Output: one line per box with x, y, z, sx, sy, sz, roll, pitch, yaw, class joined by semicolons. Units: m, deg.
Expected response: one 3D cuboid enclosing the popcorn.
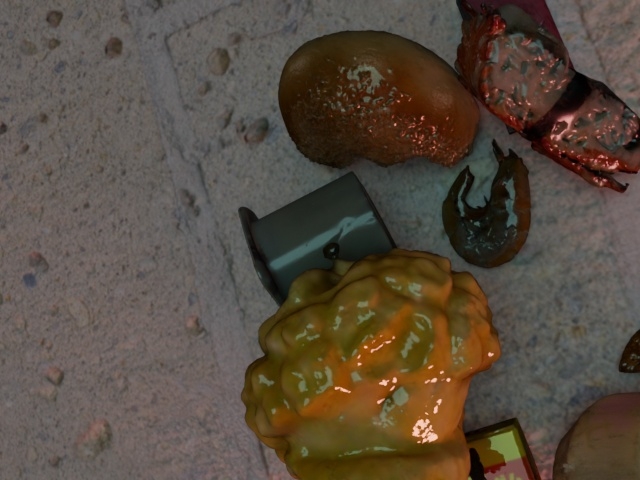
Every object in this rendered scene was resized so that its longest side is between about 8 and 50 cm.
0.085;0.190;0.850;0.349;0.349;0.382;-39;62;11;popcorn

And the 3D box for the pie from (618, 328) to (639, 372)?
0.502;0.146;0.897;0.191;0.033;0.088;5;78;24;pie

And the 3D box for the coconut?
0.411;0.290;0.822;0.197;0.237;0.237;42;99;-14;coconut

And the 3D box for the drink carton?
0.000;0.000;1.000;0.189;0.185;0.191;-30;44;7;drink carton

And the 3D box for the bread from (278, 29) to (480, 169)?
0.075;-0.205;0.986;0.313;0.192;0.171;15;68;14;bread

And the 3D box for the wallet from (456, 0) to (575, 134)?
0.298;-0.287;1.015;0.119;0.025;0.232;-22;79;15;wallet

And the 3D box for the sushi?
0.307;-0.193;0.910;0.332;0.124;0.130;32;101;-14;sushi

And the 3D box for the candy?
0.252;0.400;0.926;0.146;0.088;0.276;-24;78;16;candy

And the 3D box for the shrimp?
0.243;-0.054;0.994;0.132;0.051;0.188;9;90;19;shrimp
